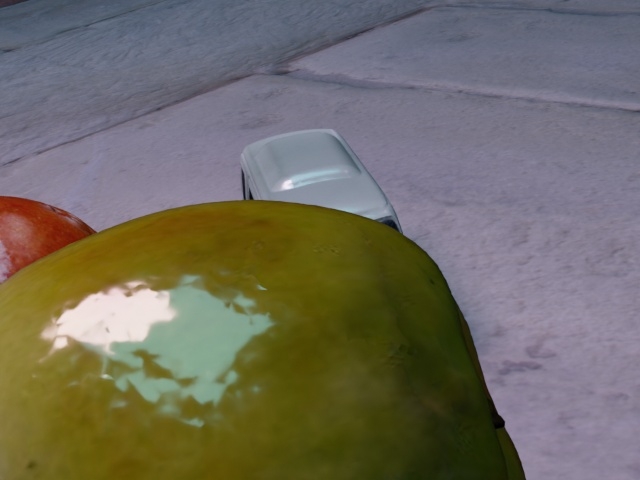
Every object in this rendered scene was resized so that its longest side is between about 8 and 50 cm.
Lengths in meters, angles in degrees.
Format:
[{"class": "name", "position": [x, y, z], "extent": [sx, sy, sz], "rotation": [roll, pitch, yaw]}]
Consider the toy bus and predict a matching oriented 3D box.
[{"class": "toy bus", "position": [0.000, 0.000, 0.936], "extent": [0.133, 0.165, 0.271], "rotation": [-12, 24, -7]}]

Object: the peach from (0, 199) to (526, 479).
[{"class": "peach", "position": [-0.052, 0.124, 0.527], "extent": [0.316, 0.281, 0.314], "rotation": [-4, 28, 10]}]

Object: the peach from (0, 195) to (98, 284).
[{"class": "peach", "position": [-0.230, 0.076, 0.791], "extent": [0.199, 0.243, 0.243], "rotation": [-54, 34, -3]}]
